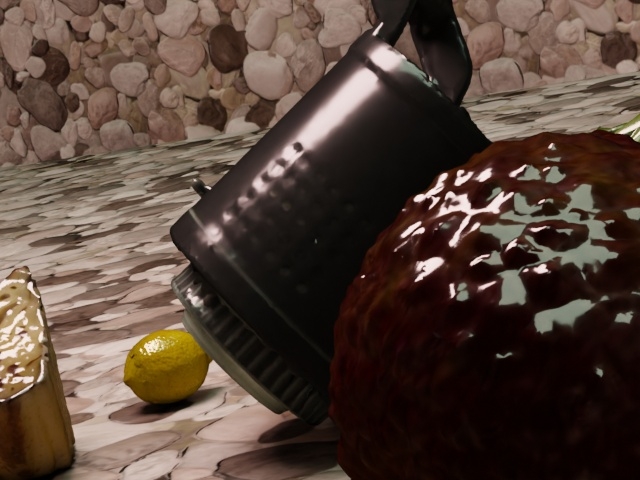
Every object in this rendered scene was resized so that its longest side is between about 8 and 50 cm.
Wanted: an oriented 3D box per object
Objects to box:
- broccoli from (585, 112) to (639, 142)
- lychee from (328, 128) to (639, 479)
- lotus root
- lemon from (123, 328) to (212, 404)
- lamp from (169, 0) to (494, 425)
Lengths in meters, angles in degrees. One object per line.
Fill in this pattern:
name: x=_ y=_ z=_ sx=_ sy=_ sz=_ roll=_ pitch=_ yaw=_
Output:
broccoli: x=0.259 y=-0.027 z=1.162 sx=0.304 sy=0.283 sz=0.321 roll=19 pitch=15 yaw=3
lychee: x=0.129 y=0.067 z=0.858 sx=0.260 sy=0.260 sz=0.260 roll=-11 pitch=10 yaw=2
lotus root: x=-0.237 y=0.115 z=1.401 sx=0.095 sy=0.135 sz=0.159 roll=-13 pitch=23 yaw=1
lemon: x=-0.124 y=0.102 z=1.527 sx=0.083 sy=0.062 sz=0.062 roll=-19 pitch=12 yaw=-29
lamp: x=0.020 y=-0.010 z=1.338 sx=0.272 sy=0.374 sz=0.205 roll=-27 pitch=-24 yaw=9
